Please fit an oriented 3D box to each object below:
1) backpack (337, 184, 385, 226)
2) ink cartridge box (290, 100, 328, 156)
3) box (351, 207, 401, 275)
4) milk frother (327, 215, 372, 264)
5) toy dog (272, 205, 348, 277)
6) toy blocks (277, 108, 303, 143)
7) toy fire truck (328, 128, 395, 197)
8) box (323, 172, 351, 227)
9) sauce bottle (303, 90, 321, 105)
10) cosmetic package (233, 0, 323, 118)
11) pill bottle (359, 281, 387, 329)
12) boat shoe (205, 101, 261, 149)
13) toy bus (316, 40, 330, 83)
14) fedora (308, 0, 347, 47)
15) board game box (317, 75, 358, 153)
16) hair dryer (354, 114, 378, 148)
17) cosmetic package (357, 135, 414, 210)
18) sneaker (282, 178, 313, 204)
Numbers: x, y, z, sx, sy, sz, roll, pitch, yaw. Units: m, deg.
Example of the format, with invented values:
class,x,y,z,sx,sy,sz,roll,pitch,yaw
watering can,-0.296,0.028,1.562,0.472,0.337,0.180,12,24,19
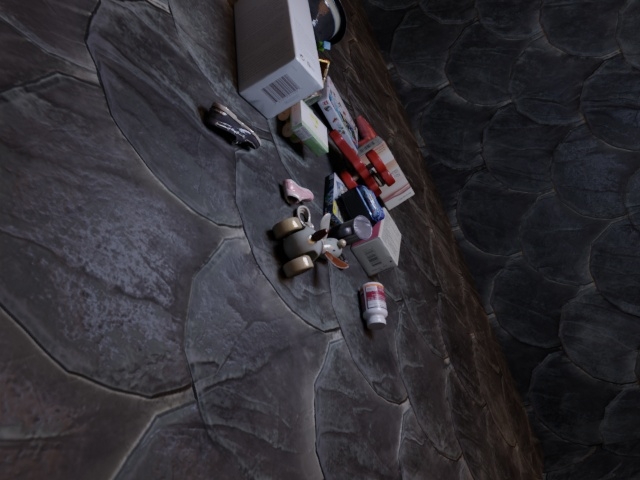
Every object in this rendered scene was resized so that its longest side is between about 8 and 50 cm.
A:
class,x,y,z,sx,sy,sz,roll,pitch,yaw
backpack,0.160,-0.111,1.812,0.158,0.117,0.173,65,17,16
ink cartridge box,-0.044,-0.433,1.753,0.171,0.056,0.235,39,39,-47
box,0.220,0.003,1.934,0.148,0.127,0.232,56,27,-20
milk frother,0.101,0.008,1.682,0.129,0.135,0.143,-35,98,-39
toy dog,0.000,0.000,1.463,0.220,0.161,0.334,63,25,-8
toy blocks,-0.082,-0.395,1.772,0.148,0.054,0.123,20,50,-58
toy fire truck,0.156,-0.306,2.045,0.254,0.169,0.302,58,10,29
box,0.074,-0.121,1.853,0.159,0.044,0.233,48,30,-35
sauce bottle,-0.110,-0.680,1.893,0.344,0.111,0.111,66,25,1
cosmetic package,-0.149,-0.658,1.664,0.161,0.230,0.453,34,41,-50
pill bottle,0.184,0.227,1.720,0.086,0.086,0.152,39,37,-44
boat shoe,-0.244,-0.304,1.393,0.065,0.075,0.206,-60,145,-6
toy bus,-0.045,-0.716,2.056,0.104,0.202,0.191,5,67,-28
fedora,-0.052,-0.954,2.142,0.334,0.334,0.152,48,61,-34
board game box,0.081,-0.542,2.185,0.305,0.053,0.193,54,26,-38
hair dryer,0.227,-0.486,2.429,0.223,0.080,0.293,26,46,-53
cosmetic package,0.285,-0.305,2.268,0.296,0.153,0.129,53,7,-24
sneaker,-0.070,-0.136,1.577,0.134,0.051,0.070,30,45,-47
